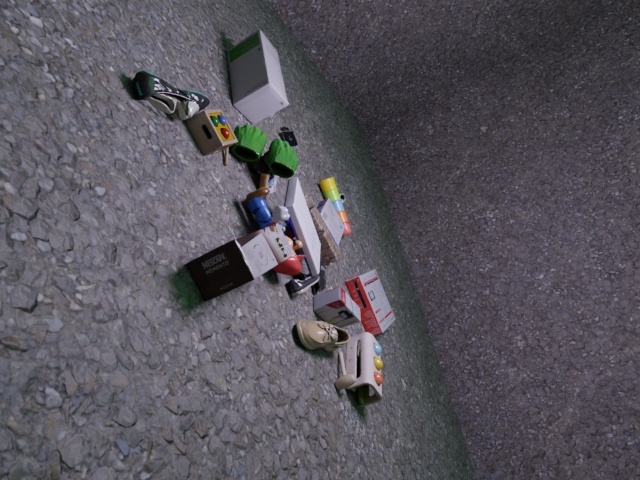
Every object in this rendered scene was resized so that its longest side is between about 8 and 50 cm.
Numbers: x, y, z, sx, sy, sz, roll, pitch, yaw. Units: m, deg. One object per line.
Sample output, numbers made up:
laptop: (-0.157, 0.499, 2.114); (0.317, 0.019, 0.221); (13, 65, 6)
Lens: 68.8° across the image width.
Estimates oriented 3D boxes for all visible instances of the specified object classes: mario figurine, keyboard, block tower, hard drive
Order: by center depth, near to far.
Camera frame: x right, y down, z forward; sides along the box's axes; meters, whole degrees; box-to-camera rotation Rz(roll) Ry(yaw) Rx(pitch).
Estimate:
mario figurine: (-0.140, -0.031, 1.648); (0.320, 0.170, 0.198); (65, 17, 2)
hard drive: (-0.063, -0.053, 1.774); (0.210, 0.040, 0.318); (-87, 162, -54)
block tower: (-0.022, -0.041, 2.072); (0.335, 0.097, 0.091); (63, 20, -10)
keyboard: (-0.166, -0.528, 2.375); (0.180, 0.023, 0.108); (-45, 116, -70)

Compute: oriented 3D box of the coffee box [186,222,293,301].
coffee box: (-0.219, 0.052, 1.340); (0.118, 0.168, 0.297); (65, 19, -3)

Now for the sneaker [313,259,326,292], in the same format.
sneaker: (-0.014, 0.142, 1.941); (0.089, 0.051, 0.170); (39, 36, -60)

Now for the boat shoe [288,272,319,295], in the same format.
boat shoe: (-0.063, 0.147, 1.775); (0.064, 0.075, 0.206); (67, 24, -6)

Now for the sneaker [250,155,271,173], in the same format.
sneaker: (-0.202, -0.322, 1.912); (0.078, 0.106, 0.234); (66, 19, 4)

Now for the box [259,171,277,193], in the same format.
box: (-0.204, -0.230, 1.861); (0.136, 0.028, 0.081); (-36, 136, -69)

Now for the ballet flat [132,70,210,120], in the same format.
ballet flat: (-0.450, -0.423, 1.430); (0.281, 0.095, 0.096); (4, 73, -57)

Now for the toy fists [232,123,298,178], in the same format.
toy fists: (-0.212, -0.346, 1.802); (0.279, 0.096, 0.142); (22, 52, -20)

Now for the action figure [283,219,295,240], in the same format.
action figure: (-0.119, -0.089, 1.872); (0.280, 0.092, 0.138); (-49, 123, -69)

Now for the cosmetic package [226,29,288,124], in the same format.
cosmetic package: (-0.278, -0.714, 2.043); (0.155, 0.197, 0.365); (40, 31, -51)

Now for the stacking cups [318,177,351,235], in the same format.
stacking cups: (0.083, -0.178, 2.518); (0.096, 0.096, 0.315); (-3, 73, -69)

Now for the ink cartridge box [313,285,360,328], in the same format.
ink cartridge box: (0.068, 0.276, 1.881); (0.175, 0.128, 0.072); (49, 26, -38)

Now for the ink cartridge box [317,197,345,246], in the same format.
ink cartridge box: (0.039, -0.079, 2.321); (0.185, 0.065, 0.311); (60, 18, -15)

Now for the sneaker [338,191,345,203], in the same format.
sneaker: (0.107, -0.244, 2.653); (0.069, 0.084, 0.185); (56, 22, -27)

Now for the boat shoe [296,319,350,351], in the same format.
boat shoe: (0.014, 0.341, 1.707); (0.302, 0.098, 0.109); (35, 36, -55)

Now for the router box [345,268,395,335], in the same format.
router box: (0.266, 0.315, 2.417); (0.300, 0.082, 0.335); (68, 20, 6)

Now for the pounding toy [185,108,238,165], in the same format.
pounding toy: (-0.339, -0.357, 1.617); (0.180, 0.094, 0.206); (62, 20, -9)

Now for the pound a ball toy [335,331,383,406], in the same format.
pound a ball toy: (0.169, 0.501, 1.872); (0.208, 0.136, 0.319); (56, 21, -25)
